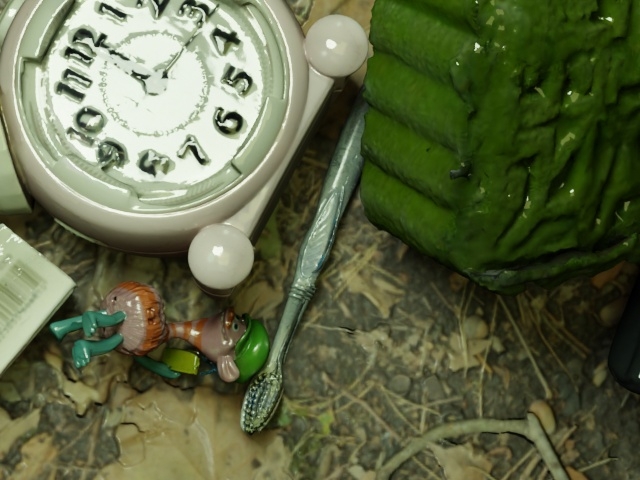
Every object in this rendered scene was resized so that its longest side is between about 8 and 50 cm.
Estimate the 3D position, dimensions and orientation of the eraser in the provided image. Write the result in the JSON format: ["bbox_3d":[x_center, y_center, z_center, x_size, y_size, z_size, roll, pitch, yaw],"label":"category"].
[{"bbox_3d":[-0.391,0.167,1.311,0.098,0.096,0.404,41,81,-8],"label":"eraser"}]

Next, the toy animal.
[{"bbox_3d":[-0.155,0.096,1.352,0.208,0.103,0.100,7,43,-38],"label":"toy animal"}]

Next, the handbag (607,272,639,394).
[{"bbox_3d":[0.429,0.147,1.436,0.302,0.178,0.275,39,65,-8],"label":"handbag"}]

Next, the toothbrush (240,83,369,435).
[{"bbox_3d":[0.000,0.000,1.429,0.035,0.042,0.413,21,81,-9],"label":"toothbrush"}]

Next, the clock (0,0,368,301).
[{"bbox_3d":[-0.161,-0.140,1.337,0.326,0.184,0.342,28,77,-4],"label":"clock"}]

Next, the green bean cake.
[{"bbox_3d":[0.208,-0.142,1.310,0.335,0.218,0.319,-16,120,-35],"label":"green bean cake"}]
